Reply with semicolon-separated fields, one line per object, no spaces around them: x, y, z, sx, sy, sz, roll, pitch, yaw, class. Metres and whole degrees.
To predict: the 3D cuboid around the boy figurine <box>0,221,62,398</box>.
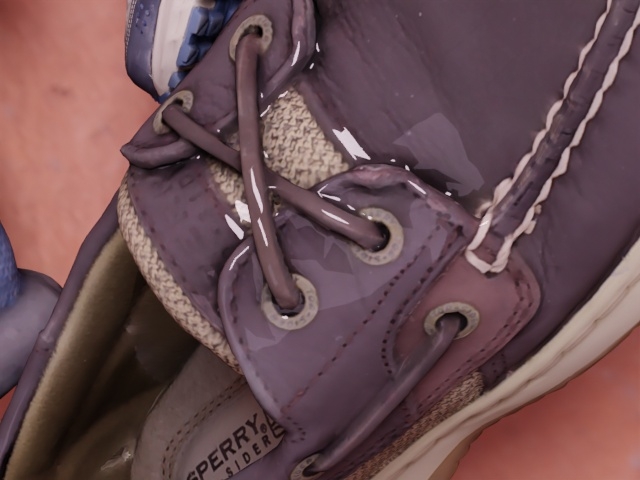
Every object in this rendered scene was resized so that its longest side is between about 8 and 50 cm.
-0.150;-0.083;0.472;0.177;0.092;0.285;-4;118;26;boy figurine

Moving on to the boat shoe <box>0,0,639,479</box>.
0.000;0.000;0.427;0.103;0.092;0.285;61;139;26;boat shoe

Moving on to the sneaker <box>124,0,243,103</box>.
-0.031;-0.098;0.445;0.058;0.052;0.135;23;117;21;sneaker
